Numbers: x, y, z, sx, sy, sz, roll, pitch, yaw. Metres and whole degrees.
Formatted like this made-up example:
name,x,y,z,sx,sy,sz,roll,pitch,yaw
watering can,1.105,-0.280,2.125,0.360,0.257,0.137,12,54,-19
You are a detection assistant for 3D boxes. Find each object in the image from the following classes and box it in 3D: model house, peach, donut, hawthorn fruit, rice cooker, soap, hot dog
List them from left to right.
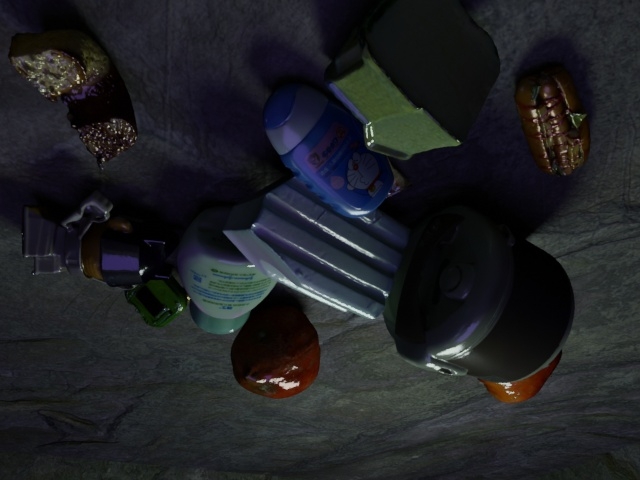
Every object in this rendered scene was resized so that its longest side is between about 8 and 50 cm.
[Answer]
name,x,y,z,sx,sy,sz,roll,pitch,yaw
donut,-0.347,-0.231,0.817,0.085,0.141,0.217,-18,149,6
peach,-0.119,0.287,1.406,0.232,0.232,0.257,-16,-177,18
soap,0.000,0.000,1.063,0.347,0.208,0.115,29,166,-34
model house,0.112,-0.243,0.820,0.214,0.195,0.189,36,155,-21
rice cooker,0.304,0.116,1.149,0.325,0.335,0.335,23,136,-30
hawthorn fruit,0.536,0.299,1.495,0.261,0.224,0.224,-35,134,15
hot dog,0.404,-0.188,0.952,0.104,0.076,0.250,-18,138,19

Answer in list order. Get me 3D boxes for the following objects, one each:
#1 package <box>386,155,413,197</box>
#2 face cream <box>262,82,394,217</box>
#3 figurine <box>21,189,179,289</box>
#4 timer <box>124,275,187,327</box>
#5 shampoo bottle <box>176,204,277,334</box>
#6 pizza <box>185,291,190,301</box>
name,x,y,z,sx,sy,sz,roll,pitch,yaw
package,0.106,-0.115,1.070,0.108,0.031,0.121,-25,136,28
face cream,0.012,-0.156,0.938,0.264,0.149,0.083,40,171,-30
figurine,-0.442,0.018,1.135,0.309,0.143,0.308,7,160,3
timer,-0.385,0.130,1.297,0.128,0.047,0.140,-38,92,19
shampoo bottle,-0.205,0.084,1.222,0.222,0.151,0.349,4,142,-15
pizza,-0.394,0.143,1.385,0.160,0.035,0.099,20,138,-26
